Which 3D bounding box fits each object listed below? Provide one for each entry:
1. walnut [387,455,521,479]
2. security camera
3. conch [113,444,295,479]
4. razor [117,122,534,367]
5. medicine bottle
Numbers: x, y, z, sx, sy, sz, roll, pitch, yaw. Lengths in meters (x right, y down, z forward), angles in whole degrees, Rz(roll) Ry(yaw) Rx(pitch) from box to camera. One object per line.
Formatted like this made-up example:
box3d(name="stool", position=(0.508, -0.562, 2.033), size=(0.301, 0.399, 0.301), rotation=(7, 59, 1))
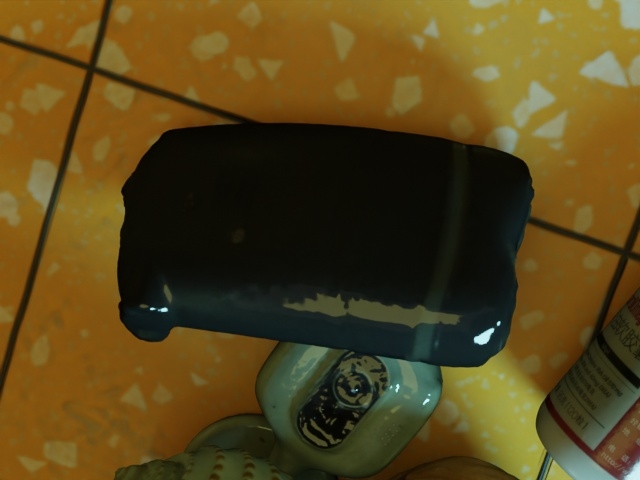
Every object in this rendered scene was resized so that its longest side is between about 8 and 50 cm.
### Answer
box3d(name="walnut", position=(0.125, 0.294, 1.478), size=(0.193, 0.193, 0.225), rotation=(-39, 99, 14))
box3d(name="security camera", position=(-0.020, 0.185, 1.532), size=(0.157, 0.080, 0.301), rotation=(38, 108, -1))
box3d(name="conch", position=(-0.106, 0.341, 1.458), size=(0.303, 0.215, 0.319), rotation=(-25, 82, 51))
box3d(name="razor", position=(0.001, -0.001, 1.439), size=(0.349, 0.113, 0.204), rotation=(5, 63, 8))
box3d(name="medicine bottle", position=(0.300, 0.101, 1.431), size=(0.131, 0.131, 0.250), rotation=(37, 105, 0))
